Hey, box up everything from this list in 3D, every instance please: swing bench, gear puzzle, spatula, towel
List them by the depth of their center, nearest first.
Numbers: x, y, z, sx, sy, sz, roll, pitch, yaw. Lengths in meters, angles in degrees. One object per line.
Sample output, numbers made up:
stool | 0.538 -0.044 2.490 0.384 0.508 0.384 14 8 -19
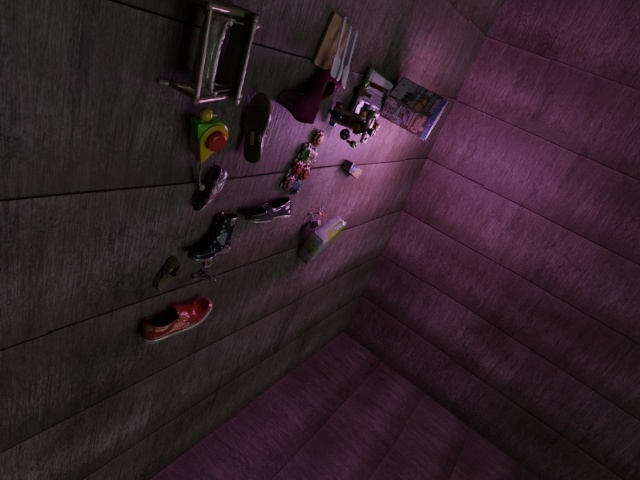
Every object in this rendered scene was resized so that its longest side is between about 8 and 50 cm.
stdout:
swing bench | -0.293 -0.533 1.179 0.254 0.165 0.254 -24 140 -53
spatula | 0.100 -0.774 1.709 0.168 0.019 0.242 3 103 -62
gear puzzle | -0.064 -0.372 1.995 0.339 0.044 0.175 -59 157 5
towel | 0.258 -0.710 2.184 0.324 0.056 0.312 -6 125 -63

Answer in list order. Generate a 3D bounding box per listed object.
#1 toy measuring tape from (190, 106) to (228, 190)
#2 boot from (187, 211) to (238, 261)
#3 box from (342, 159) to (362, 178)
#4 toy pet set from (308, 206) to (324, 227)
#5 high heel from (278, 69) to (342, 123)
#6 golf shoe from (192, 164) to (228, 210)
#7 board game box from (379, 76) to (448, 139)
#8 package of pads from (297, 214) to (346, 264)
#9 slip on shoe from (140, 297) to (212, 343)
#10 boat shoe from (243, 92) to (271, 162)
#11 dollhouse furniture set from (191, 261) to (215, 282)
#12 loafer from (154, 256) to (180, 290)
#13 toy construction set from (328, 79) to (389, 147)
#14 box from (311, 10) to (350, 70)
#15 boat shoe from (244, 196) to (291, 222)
toy measuring tape | -0.372 -0.308 1.398 0.121 0.121 0.330 -40 160 -35
boot | -0.431 -0.019 1.680 0.236 0.085 0.179 -24 140 -62
box | 0.186 -0.415 2.427 0.059 0.054 0.169 -59 156 6
toy pet set | -0.033 -0.131 2.385 0.122 0.065 0.114 -15 99 -62
high heel | 0.014 -0.576 1.698 0.377 0.181 0.127 -39 161 -32
golf shoe | -0.402 -0.184 1.540 0.186 0.067 0.086 -57 159 0
board game box | 0.517 -0.733 2.298 0.232 0.290 0.141 -53 170 -35
package of pads | 0.000 0.000 2.444 0.229 0.101 0.297 -38 170 -37
slip on shoe | -0.597 0.319 1.755 0.331 0.123 0.102 -23 137 -45
boat shoe | -0.240 -0.425 1.554 0.095 0.095 0.258 -87 -165 -63
dollhouse furniture set | -0.481 0.124 1.766 0.091 0.081 0.115 -19 137 -55
loafer | -0.590 0.134 1.602 0.148 0.050 0.056 -60 157 8
toy construction set | 0.222 -0.591 1.970 0.257 0.237 0.309 20 106 -52
box | 0.048 -0.799 1.696 0.164 0.021 0.201 -8 127 -61
boat shoe | -0.236 -0.145 1.892 0.335 0.112 0.096 -20 120 -63
